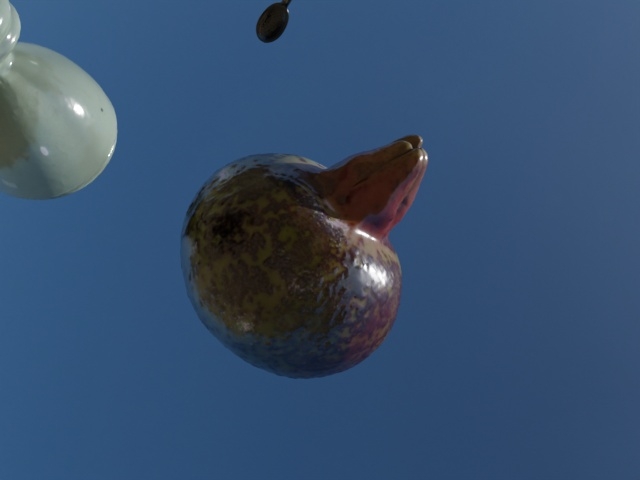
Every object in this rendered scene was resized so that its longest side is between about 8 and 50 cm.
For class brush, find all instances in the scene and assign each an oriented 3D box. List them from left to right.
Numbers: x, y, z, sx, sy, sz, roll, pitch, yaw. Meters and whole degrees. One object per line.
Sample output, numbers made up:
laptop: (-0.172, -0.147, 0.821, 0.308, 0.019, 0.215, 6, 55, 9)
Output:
brush: (-0.030, -0.197, 0.600, 0.083, 0.024, 0.008, -47, -161, 38)

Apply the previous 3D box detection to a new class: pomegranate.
pomegranate: (0.000, 0.000, 0.635, 0.248, 0.214, 0.214, -39, -120, 18)

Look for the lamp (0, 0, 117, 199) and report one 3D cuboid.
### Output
lamp: (-0.205, -0.098, 0.480, 0.106, 0.193, 0.106, -1, -112, 3)
